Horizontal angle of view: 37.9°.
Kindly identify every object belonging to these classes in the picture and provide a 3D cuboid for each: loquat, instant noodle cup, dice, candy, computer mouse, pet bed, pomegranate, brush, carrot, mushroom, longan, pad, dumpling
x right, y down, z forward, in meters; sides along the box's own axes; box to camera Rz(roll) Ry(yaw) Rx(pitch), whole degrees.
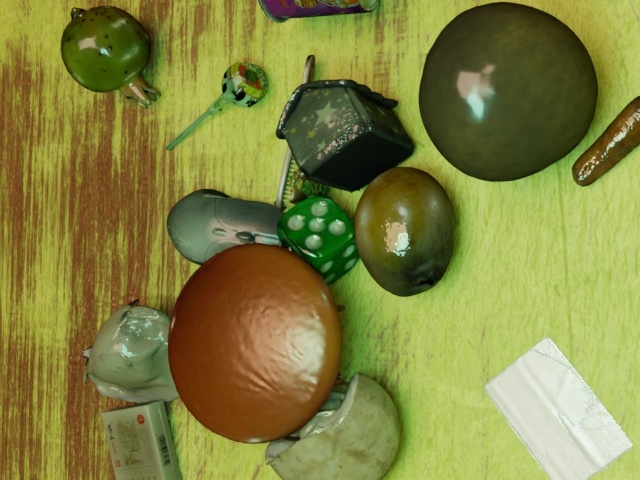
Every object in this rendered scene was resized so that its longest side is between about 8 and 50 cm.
[{"bbox_3d":[0.148,-0.014,1.647,0.179,0.179,0.227,-4,76,31],"label":"loquat"},{"bbox_3d":[0.009,-0.527,1.735,0.190,0.251,0.251,8,91,22],"label":"instant noodle cup"},{"bbox_3d":[0.000,0.000,1.738,0.120,0.128,0.131,-35,63,-14],"label":"dice"},{"bbox_3d":[-0.227,-0.266,1.956,0.305,0.083,0.091,-35,87,33],"label":"candy"},{"bbox_3d":[-0.173,-0.015,1.890,0.379,0.090,0.167,8,92,29],"label":"computer mouse"},{"bbox_3d":[0.042,-0.201,1.699,0.183,0.211,0.159,-35,67,25],"label":"pet bed"},{"bbox_3d":[-0.446,-0.399,2.021,0.246,0.198,0.198,41,108,13],"label":"pomegranate"},{"bbox_3d":[-0.029,-0.208,1.834,0.067,0.072,0.313,11,92,5],"label":"brush"},{"bbox_3d":[0.483,-0.159,1.524,0.060,0.060,0.186,49,113,24],"label":"carrot"},{"bbox_3d":[0.041,0.364,1.701,0.254,0.195,0.189,-36,103,18],"label":"mushroom"},{"bbox_3d":[0.297,-0.237,1.501,0.297,0.297,0.297,-2,86,31],"label":"longan"},{"bbox_3d":[0.398,0.297,1.576,0.156,0.004,0.232,-43,67,21],"label":"pad"},{"bbox_3d":[-0.380,0.234,1.973,0.293,0.204,0.163,-50,33,35],"label":"dumpling"}]

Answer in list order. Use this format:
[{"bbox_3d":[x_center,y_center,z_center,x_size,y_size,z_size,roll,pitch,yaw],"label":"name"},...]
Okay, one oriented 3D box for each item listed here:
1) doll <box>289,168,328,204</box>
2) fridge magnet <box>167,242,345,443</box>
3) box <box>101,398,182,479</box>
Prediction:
[{"bbox_3d":[-0.018,-0.099,1.754,0.077,0.113,0.078,23,96,-10],"label":"doll"},{"bbox_3d":[-0.120,0.185,1.694,0.363,0.155,0.363,-4,82,27],"label":"fridge magnet"},{"bbox_3d":[-0.380,0.449,1.985,0.141,0.058,0.201,-16,88,29],"label":"box"}]
